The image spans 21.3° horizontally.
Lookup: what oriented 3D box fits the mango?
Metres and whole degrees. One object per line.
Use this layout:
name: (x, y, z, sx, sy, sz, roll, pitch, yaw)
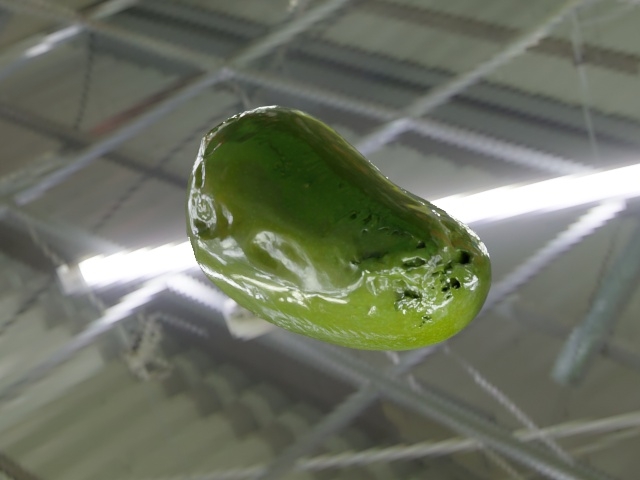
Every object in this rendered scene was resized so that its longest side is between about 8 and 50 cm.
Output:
mango: (0.000, 0.000, 0.638, 0.074, 0.091, 0.165, -47, -150, -9)
